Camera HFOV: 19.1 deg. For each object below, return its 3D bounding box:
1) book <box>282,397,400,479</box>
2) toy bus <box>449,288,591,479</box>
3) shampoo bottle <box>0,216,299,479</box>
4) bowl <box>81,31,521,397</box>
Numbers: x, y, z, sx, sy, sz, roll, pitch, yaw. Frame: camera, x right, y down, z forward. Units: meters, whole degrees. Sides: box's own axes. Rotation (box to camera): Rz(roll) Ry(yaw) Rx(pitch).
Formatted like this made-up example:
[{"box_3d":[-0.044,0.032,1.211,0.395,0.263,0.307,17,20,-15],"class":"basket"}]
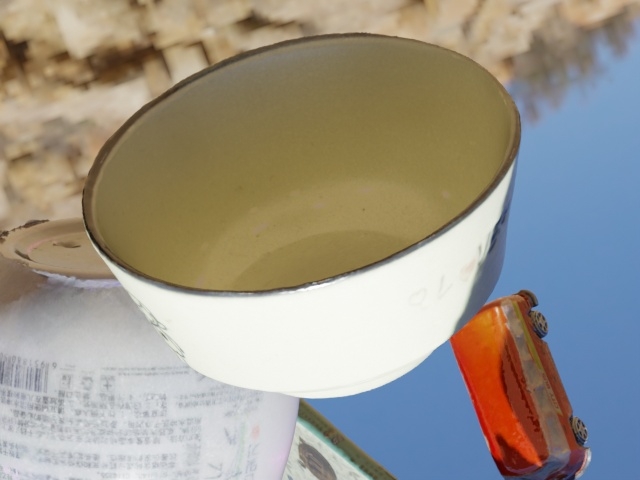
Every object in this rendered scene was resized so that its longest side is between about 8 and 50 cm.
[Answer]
[{"box_3d":[0.099,0.315,1.710,0.379,0.264,0.031,38,-119,24],"class":"book"},{"box_3d":[0.171,0.134,1.660,0.079,0.174,0.077,-25,167,27],"class":"toy bus"},{"box_3d":[-0.153,0.126,1.481,0.273,0.266,0.273,3,-167,-1],"class":"shampoo bottle"},{"box_3d":[0.000,0.000,1.037,0.238,0.126,0.238,-10,-146,7],"class":"bowl"}]
